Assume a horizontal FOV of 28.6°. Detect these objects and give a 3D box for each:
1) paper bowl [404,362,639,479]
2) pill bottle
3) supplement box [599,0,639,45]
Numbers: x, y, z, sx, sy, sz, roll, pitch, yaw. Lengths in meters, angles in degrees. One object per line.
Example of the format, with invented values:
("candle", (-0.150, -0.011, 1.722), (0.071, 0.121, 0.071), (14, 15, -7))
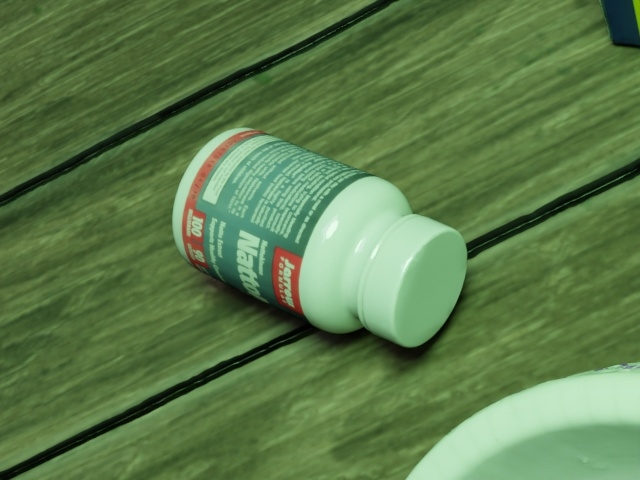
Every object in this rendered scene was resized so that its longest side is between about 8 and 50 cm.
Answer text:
("paper bowl", (0.167, 0.195, 0.564), (0.284, 0.148, 0.284), (0, 90, 36))
("pill bottle", (0.000, 0.000, 0.829), (0.180, 0.108, 0.108), (23, 70, 33))
("supplement box", (0.362, -0.234, 0.769), (0.356, 0.195, 0.194), (12, 65, 29))
